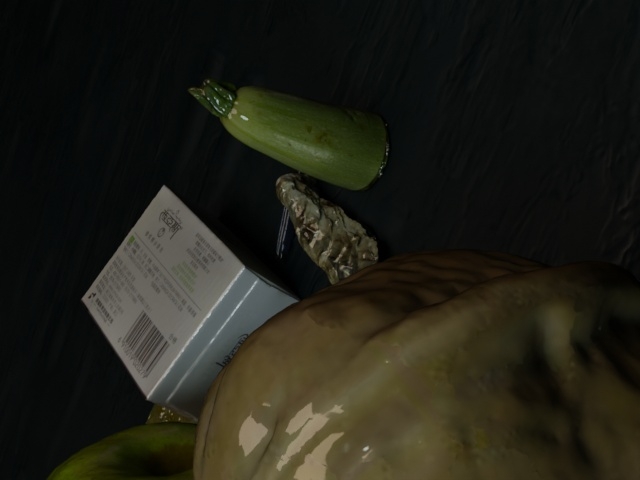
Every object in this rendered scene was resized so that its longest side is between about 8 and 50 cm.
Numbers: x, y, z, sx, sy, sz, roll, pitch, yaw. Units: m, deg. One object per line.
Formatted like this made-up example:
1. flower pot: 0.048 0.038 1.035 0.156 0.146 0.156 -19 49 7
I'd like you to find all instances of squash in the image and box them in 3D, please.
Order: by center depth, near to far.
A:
1. squash: -0.039 -0.125 1.092 0.094 0.224 0.094 -33 49 48

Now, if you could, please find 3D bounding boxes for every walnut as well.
1. walnut: 0.099 0.168 0.697 0.381 0.381 0.381 -19 66 51

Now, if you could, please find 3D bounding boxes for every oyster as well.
1. oyster: 0.004 0.001 1.132 0.200 0.061 0.106 34 110 53

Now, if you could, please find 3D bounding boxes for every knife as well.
1. knife: -0.035 -0.033 1.234 0.031 0.018 0.121 16 96 57

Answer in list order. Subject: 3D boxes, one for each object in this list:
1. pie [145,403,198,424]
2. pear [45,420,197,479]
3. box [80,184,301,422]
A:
1. pie: -0.159 0.303 1.277 0.323 0.070 0.323 -27 55 46
2. pear: -0.117 0.369 0.961 0.391 0.391 0.391 -19 66 51
3. box: -0.169 0.075 1.269 0.194 0.111 0.260 -53 37 4
